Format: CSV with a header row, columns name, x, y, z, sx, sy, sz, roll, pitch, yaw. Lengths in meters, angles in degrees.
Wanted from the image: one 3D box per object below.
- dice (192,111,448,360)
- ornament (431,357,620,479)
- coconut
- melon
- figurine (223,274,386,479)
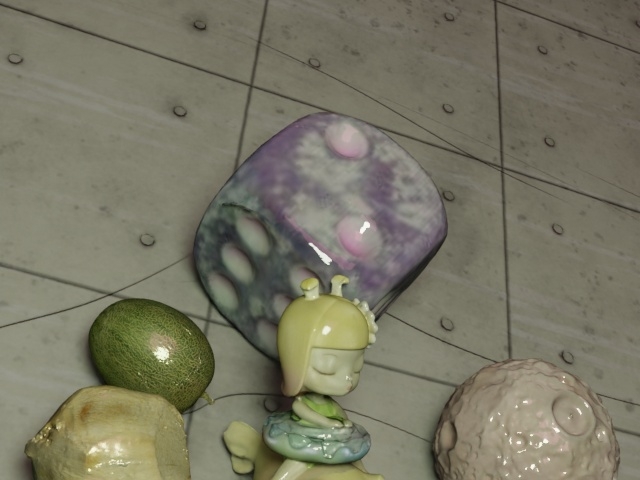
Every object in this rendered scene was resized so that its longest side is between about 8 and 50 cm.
name,x,y,z,sx,sy,sz,roll,pitch,yaw
dice,0.000,0.000,1.416,0.270,0.270,0.271,43,50,9
ornament,0.292,0.290,1.365,0.259,0.225,0.259,12,51,-15
coconut,-0.256,0.262,1.171,0.194,0.194,0.194,12,52,-16
melon,-0.216,0.156,1.290,0.192,0.139,0.139,38,49,3
figurine,-0.025,0.237,1.220,0.226,0.274,0.394,3,93,-48
